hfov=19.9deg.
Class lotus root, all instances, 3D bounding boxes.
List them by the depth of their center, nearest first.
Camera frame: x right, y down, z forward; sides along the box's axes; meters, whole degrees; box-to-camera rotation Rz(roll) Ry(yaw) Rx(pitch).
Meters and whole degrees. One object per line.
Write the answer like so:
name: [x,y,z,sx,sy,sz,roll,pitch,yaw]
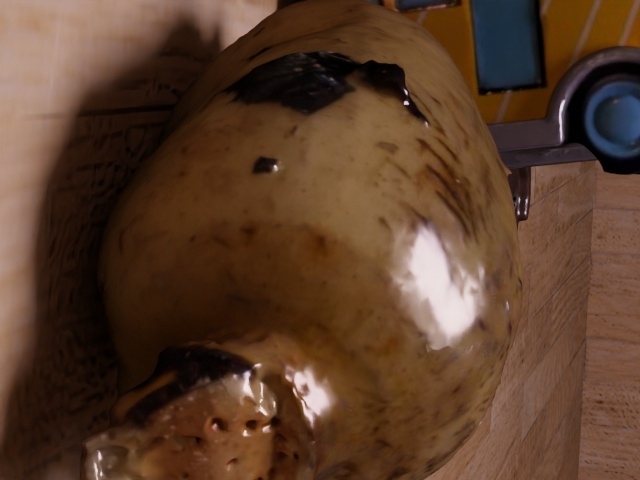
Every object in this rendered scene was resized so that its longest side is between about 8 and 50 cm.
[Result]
lotus root: [0.000,0.000,0.624,0.257,0.140,0.154,-79,173,-52]

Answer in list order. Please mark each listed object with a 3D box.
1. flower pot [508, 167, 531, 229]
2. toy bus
flower pot: [0.069,-0.018,1.036,0.251,0.084,0.179,51,44,-70]
toy bus: [0.086,-0.092,0.838,0.126,0.209,0.136,-10,94,-76]
